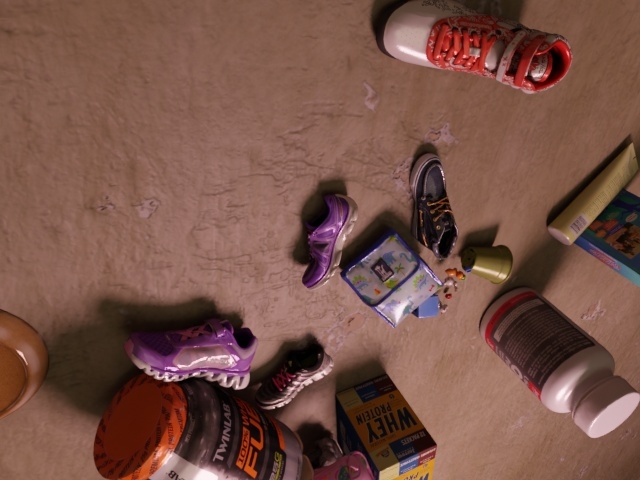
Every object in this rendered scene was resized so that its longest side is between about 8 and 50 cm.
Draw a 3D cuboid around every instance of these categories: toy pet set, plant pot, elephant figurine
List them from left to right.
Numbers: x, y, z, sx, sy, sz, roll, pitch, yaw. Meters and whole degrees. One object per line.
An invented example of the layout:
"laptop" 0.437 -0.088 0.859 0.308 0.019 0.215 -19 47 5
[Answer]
"plant pot" -0.508 0.189 0.682 0.236 0.032 0.236 -14 128 -19
"elephant figurine" -0.057 0.557 1.122 0.239 0.186 0.169 -26 165 3
"toy pet set" 0.242 0.116 0.991 0.114 0.065 0.122 -5 145 -13
"plant pot" 0.333 0.044 1.010 0.079 0.083 0.083 9 117 -20

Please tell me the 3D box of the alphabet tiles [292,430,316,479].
"alphabet tiles" -0.122 0.513 0.947 0.278 0.284 0.021 -40 130 1

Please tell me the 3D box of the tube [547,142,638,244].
"tube" 0.595 -0.095 1.067 0.240 0.062 0.070 -47 172 2

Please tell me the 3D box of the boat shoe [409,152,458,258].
"boat shoe" 0.204 -0.057 0.859 0.065 0.083 0.183 -20 129 -15

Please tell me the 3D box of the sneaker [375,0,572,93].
"sneaker" 0.221 -0.268 0.681 0.270 0.145 0.090 -2 122 -27

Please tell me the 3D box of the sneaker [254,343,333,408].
"sneaker" -0.056 0.255 0.952 0.170 0.063 0.075 -29 131 -14

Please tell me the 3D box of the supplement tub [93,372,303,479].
"supplement tub" -0.198 0.365 0.856 0.207 0.207 0.338 -41 132 3

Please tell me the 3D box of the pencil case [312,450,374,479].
"pencil case" -0.029 0.516 0.970 0.284 0.124 0.124 -29 133 16

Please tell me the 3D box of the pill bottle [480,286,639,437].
"pill bottle" 0.520 0.262 1.096 0.176 0.318 0.176 -13 127 -19

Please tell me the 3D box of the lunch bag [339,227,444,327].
"lunch bag" 0.127 0.065 0.903 0.129 0.096 0.151 -42 117 7

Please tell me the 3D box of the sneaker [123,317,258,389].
"sneaker" -0.196 0.169 0.804 0.236 0.095 0.104 22 103 -42

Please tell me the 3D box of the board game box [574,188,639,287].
"board game box" 0.665 -0.010 1.057 0.160 0.210 0.047 -35 131 -2

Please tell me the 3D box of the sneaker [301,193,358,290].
"sneaker" 0.000 0.000 0.816 0.071 0.068 0.170 15 105 -19

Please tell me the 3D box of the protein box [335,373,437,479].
"protein box" 0.137 0.453 1.100 0.136 0.201 0.199 -17 128 -18
